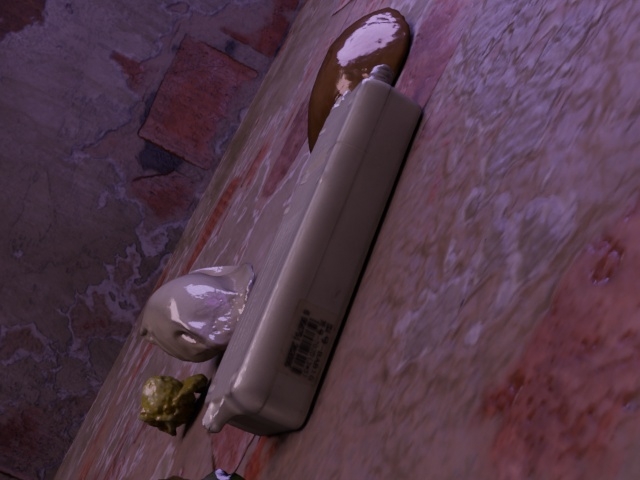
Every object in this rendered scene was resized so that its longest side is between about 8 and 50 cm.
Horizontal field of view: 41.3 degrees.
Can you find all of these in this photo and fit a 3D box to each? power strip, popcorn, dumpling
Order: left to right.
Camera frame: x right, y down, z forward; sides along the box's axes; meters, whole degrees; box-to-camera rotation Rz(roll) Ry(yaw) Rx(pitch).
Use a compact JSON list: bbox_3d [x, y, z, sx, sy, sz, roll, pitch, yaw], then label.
[{"bbox_3d":[-0.164,0.177,0.945,0.083,0.068,0.059,-30,26,1],"label":"popcorn"},{"bbox_3d":[-0.132,0.069,0.960,0.134,0.100,0.169,-55,10,-27],"label":"dumpling"},{"bbox_3d":[0.000,0.000,0.663,0.098,0.058,0.338,-38,28,63],"label":"power strip"}]

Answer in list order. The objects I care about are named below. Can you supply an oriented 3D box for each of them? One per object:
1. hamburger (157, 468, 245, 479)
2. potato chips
[{"bbox_3d":[-0.118,0.236,0.486,0.206,0.130,0.183,-50,19,35],"label":"hamburger"},{"bbox_3d":[0.028,-0.176,0.919,0.195,0.062,0.208,-47,21,55],"label":"potato chips"}]
